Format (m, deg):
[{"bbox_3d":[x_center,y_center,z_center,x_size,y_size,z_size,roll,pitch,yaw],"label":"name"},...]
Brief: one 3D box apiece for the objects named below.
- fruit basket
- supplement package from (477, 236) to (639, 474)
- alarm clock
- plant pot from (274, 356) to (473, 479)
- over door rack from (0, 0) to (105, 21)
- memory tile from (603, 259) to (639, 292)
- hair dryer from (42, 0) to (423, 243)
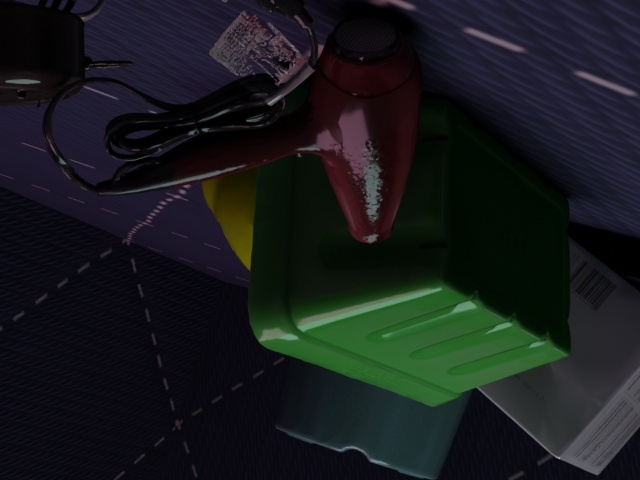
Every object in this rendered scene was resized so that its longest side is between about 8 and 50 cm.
[{"bbox_3d":[0.025,0.000,1.171,0.392,0.283,0.392,3,163,1],"label":"fruit basket"},{"bbox_3d":[0.295,0.131,1.408,0.199,0.198,0.262,42,-176,26],"label":"supplement package"},{"bbox_3d":[-0.213,-0.125,0.831,0.192,0.064,0.129,-6,-177,-44],"label":"alarm clock"},{"bbox_3d":[0.098,0.154,1.746,0.341,0.334,0.341,18,173,2],"label":"plant pot"},{"bbox_3d":[-0.283,-0.205,0.746,0.324,0.108,0.239,-2,179,-18],"label":"over door rack"},{"bbox_3d":[0.404,0.080,1.452,0.148,0.012,0.113,43,-174,19],"label":"memory tile"},{"bbox_3d":[-0.032,-0.085,0.866,0.293,0.223,0.080,33,-150,-38],"label":"hair dryer"}]
